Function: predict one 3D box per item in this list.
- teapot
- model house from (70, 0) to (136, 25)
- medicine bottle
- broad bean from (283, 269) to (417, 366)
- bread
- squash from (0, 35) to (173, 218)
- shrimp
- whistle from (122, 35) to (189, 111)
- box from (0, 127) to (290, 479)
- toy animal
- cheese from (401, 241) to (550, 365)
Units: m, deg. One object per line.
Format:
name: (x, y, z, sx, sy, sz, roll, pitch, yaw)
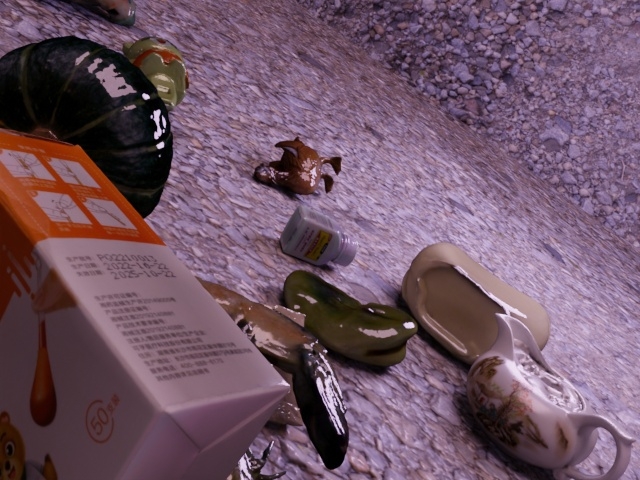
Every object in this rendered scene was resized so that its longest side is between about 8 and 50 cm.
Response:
teapot: (0.320, 0.240, 1.216, 0.204, 0.139, 0.298, 13, 27, -45)
model house: (-0.548, -0.658, 1.950, 0.280, 0.245, 0.312, 49, 20, -69)
medicine bottle: (0.000, 0.000, 1.398, 0.118, 0.074, 0.055, 23, 22, -23)
broad bean: (0.035, 0.115, 1.222, 0.206, 0.072, 0.153, 23, 17, 10)
bread: (-0.073, 0.159, 1.020, 0.077, 0.105, 0.152, 21, 55, -27)
squash: (-0.302, -0.118, 1.008, 0.252, 0.252, 0.165, 32, 15, 1)
shrimp: (-0.073, 0.185, 0.837, 0.272, 0.085, 0.445, -1, 38, -33)
whistle: (-0.318, -0.325, 1.641, 0.131, 0.106, 0.288, 14, 26, -23)
box: (-0.221, 0.089, 0.697, 0.341, 0.225, 0.143, 44, 22, 27)
toy animal: (-0.058, -0.153, 1.660, 0.179, 0.089, 0.188, 3, 37, -24)
cheese: (0.264, 0.113, 1.441, 0.266, 0.127, 0.233, 40, 19, 14)
